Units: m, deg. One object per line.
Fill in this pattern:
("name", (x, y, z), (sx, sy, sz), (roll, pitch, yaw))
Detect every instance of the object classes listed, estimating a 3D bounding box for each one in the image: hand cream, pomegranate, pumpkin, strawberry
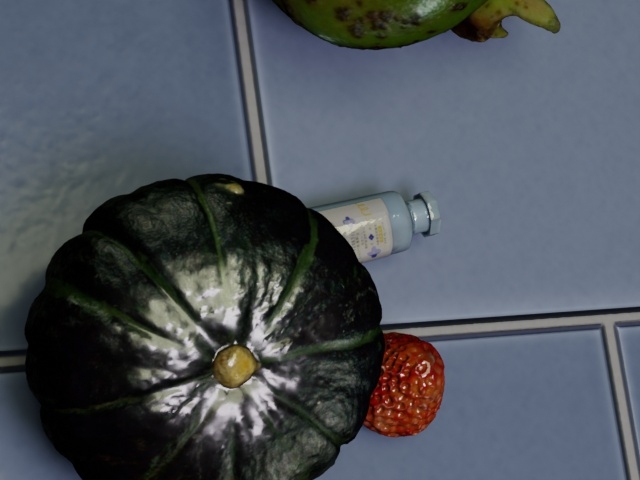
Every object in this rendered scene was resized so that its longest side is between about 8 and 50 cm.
("hand cream", (0.000, 0.000, 1.260), (0.171, 0.043, 0.065), (-14, 96, -22))
("pomegranate", (0.064, -0.211, 1.266), (0.263, 0.211, 0.211), (45, 63, -30))
("pumpkin", (-0.069, 0.066, 1.144), (0.220, 0.162, 0.220), (-1, 94, -15))
("strawberry", (0.056, 0.092, 1.238), (0.073, 0.083, 0.073), (16, 61, -31))
